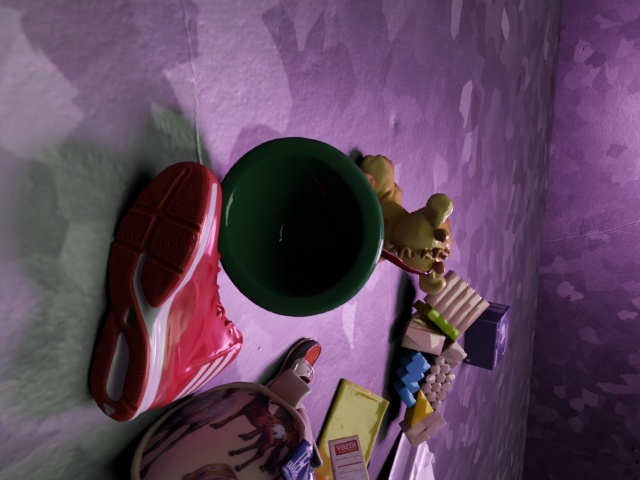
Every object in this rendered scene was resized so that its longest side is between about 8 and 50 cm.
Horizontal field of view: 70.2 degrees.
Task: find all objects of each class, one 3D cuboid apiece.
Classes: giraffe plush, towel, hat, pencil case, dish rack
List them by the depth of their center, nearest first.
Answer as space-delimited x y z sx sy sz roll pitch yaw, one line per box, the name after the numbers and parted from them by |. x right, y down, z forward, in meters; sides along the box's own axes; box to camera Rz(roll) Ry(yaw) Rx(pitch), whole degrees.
-0.053 0.352 0.502 0.183 0.160 0.411 -22 118 -23 | pencil case
0.000 0.000 0.532 0.173 0.208 0.183 -36 170 9 | hat
0.113 -0.016 0.656 0.210 0.170 0.181 -54 138 -34 | giraffe plush
0.033 0.351 0.722 0.102 0.021 0.237 34 66 -22 | towel
0.208 0.618 1.011 0.285 0.072 0.333 -55 138 -44 | dish rack

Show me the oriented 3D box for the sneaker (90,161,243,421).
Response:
-0.121 0.044 0.422 0.128 0.087 0.221 15 97 -65 | sneaker

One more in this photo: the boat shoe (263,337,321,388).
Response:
-0.033 0.183 0.602 0.137 0.043 0.049 -44 130 -44 | boat shoe

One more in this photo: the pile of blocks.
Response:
0.216 0.234 0.956 0.112 0.148 0.362 -151 -101 -80 | pile of blocks

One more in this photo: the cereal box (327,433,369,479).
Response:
0.057 0.392 0.565 0.173 0.047 0.240 82 -5 -47 | cereal box

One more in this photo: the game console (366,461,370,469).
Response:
0.024 0.540 0.775 0.213 0.043 0.362 21 80 -58 | game console

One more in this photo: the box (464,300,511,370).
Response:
0.513 0.288 1.397 0.158 0.093 0.156 -20 114 -52 | box
